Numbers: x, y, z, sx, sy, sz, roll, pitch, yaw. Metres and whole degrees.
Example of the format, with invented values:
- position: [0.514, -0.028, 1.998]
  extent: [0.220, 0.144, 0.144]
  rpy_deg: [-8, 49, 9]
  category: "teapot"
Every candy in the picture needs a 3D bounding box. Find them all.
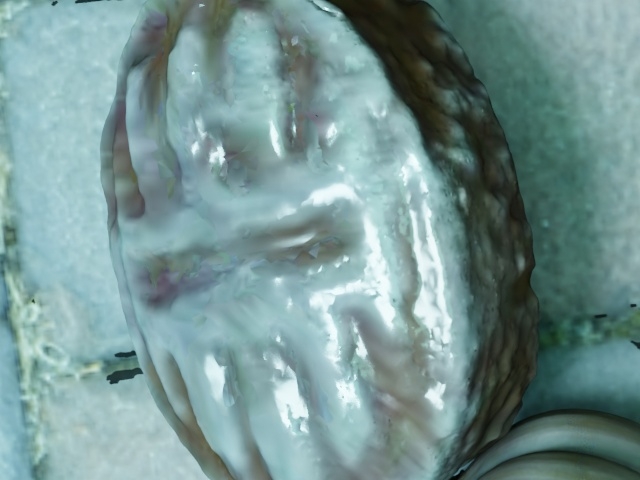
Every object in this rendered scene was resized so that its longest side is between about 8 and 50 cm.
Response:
- position: [0.000, 0.000, 0.872]
  extent: [0.214, 0.157, 0.289]
  rpy_deg: [-14, 91, 38]
  category: "candy"

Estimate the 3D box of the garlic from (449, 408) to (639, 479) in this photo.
- position: [0.120, 0.180, 0.844]
  extent: [0.191, 0.214, 0.160]
  rpy_deg: [10, 106, 15]
  category: "garlic"
